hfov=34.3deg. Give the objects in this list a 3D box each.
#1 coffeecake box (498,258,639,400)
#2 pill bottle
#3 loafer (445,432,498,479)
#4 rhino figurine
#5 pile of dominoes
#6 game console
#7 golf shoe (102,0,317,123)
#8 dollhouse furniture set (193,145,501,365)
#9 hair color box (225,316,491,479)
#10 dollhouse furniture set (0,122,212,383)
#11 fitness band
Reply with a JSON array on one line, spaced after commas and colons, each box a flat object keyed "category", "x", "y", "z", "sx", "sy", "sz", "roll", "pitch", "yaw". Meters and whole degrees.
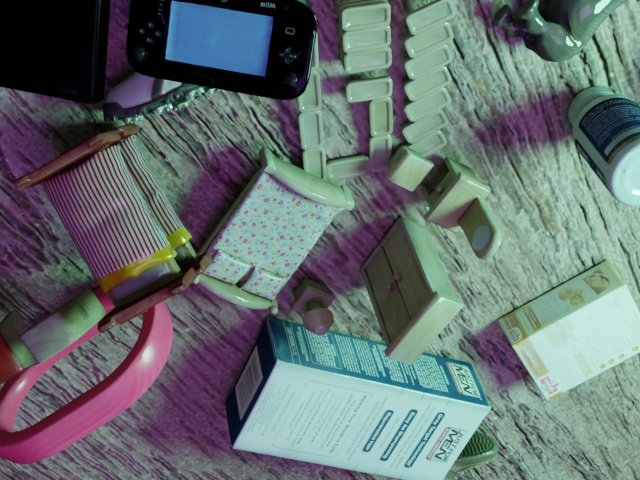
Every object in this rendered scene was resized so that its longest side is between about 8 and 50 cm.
[{"category": "coffeecake box", "x": 0.383, "y": 0.136, "z": 1.551, "sx": 0.185, "sy": 0.068, "sz": 0.142, "roll": -30, "pitch": 126, "yaw": 9}, {"category": "pill bottle", "x": 0.374, "y": -0.126, "z": 1.303, "sx": 0.094, "sy": 0.169, "sz": 0.094, "roll": -6, "pitch": 126, "yaw": -9}, {"category": "loafer", "x": 0.216, "y": 0.352, "z": 1.676, "sx": 0.148, "sy": 0.056, "sz": 0.050, "roll": -14, "pitch": 128, "yaw": 9}, {"category": "rhino figurine", "x": 0.327, "y": -0.312, "z": 1.224, "sx": 0.106, "sy": 0.073, "sz": 0.243, "roll": 35, "pitch": 109, "yaw": -26}, {"category": "pile of dominoes", "x": 0.064, "y": -0.191, "z": 1.286, "sx": 0.196, "sy": 0.040, "sz": 0.251, "roll": -10, "pitch": 134, "yaw": -6}, {"category": "game console", "x": -0.181, "y": -0.241, "z": 1.094, "sx": 0.361, "sy": 0.044, "sz": 0.213, "roll": 11, "pitch": 113, "yaw": 5}, {"category": "golf shoe", "x": -0.141, "y": -0.224, "z": 1.181, "sx": 0.272, "sy": 0.105, "sz": 0.120, "roll": -26, "pitch": 96, "yaw": 14}, {"category": "dollhouse furniture set", "x": 0.000, "y": 0.000, "z": 1.291, "sx": 0.355, "sy": 0.174, "sz": 0.303, "roll": 22, "pitch": 119, "yaw": -29}, {"category": "hair color box", "x": 0.053, "y": 0.241, "z": 1.527, "sx": 0.347, "sy": 0.105, "sz": 0.174, "roll": 16, "pitch": 120, "yaw": -22}, {"category": "dollhouse furniture set", "x": -0.338, "y": 0.040, "z": 1.232, "sx": 0.374, "sy": 0.152, "sz": 0.201, "roll": -29, "pitch": 97, "yaw": 13}, {"category": "fitness band", "x": -0.312, "y": 0.167, "z": 1.329, "sx": 0.291, "sy": 0.209, "sz": 0.054, "roll": -33, "pitch": 127, "yaw": 10}]
